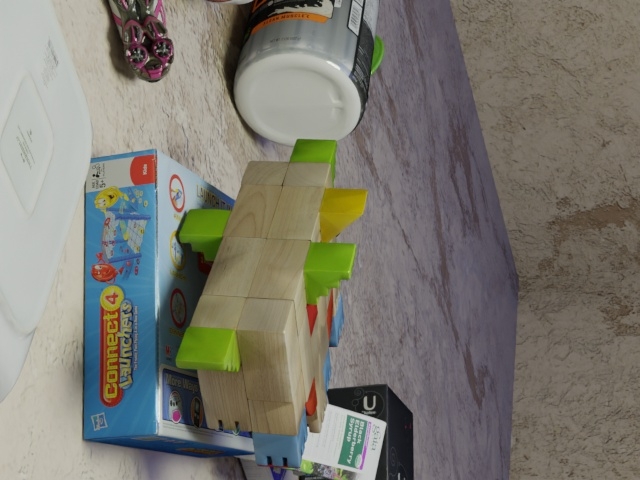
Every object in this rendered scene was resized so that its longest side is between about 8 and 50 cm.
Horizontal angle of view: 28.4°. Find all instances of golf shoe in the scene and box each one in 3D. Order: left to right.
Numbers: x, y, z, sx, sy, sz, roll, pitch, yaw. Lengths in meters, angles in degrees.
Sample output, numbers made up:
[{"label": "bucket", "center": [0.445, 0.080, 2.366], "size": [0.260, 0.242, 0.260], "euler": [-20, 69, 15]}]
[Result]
[{"label": "golf shoe", "center": [-0.213, -0.274, 1.458], "size": [0.086, 0.067, 0.186], "euler": [-172, -106, -80]}]

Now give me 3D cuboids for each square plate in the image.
[{"label": "square plate", "center": [-0.273, -0.085, 1.085], "size": [0.347, 0.049, 0.344], "euler": [81, 15, -51]}]

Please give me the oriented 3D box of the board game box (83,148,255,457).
[{"label": "board game box", "center": [-0.159, 0.085, 1.438], "size": [0.308, 0.086, 0.302], "euler": [36, 49, -67]}]

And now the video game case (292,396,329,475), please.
[{"label": "video game case", "center": [-0.029, 0.203, 1.778], "size": [0.173, 0.022, 0.190], "euler": [-63, 145, -64]}]

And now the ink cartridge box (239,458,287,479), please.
[{"label": "ink cartridge box", "center": [-0.076, 0.206, 1.727], "size": [0.206, 0.045, 0.208], "euler": [-67, 148, -58]}]

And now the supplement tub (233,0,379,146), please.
[{"label": "supplement tub", "center": [-0.014, -0.306, 1.873], "size": [0.193, 0.193, 0.316], "euler": [66, 24, -44]}]

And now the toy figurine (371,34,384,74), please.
[{"label": "toy figurine", "center": [0.006, -0.335, 2.149], "size": [0.159, 0.130, 0.173], "euler": [47, 62, -41]}]

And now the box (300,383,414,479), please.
[{"label": "box", "center": [0.059, 0.374, 1.939], "size": [0.165, 0.143, 0.270], "euler": [52, 35, -60]}]

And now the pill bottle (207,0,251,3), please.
[{"label": "pill bottle", "center": [-0.140, -0.370, 1.610], "size": [0.216, 0.121, 0.121], "euler": [14, 71, -72]}]

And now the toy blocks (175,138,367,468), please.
[{"label": "toy blocks", "center": [-0.047, 0.100, 1.399], "size": [0.381, 0.191, 0.261], "euler": [-75, 164, -51]}]

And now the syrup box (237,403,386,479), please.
[{"label": "syrup box", "center": [-0.014, 0.256, 1.645], "size": [0.237, 0.096, 0.093], "euler": [28, 72, -53]}]
